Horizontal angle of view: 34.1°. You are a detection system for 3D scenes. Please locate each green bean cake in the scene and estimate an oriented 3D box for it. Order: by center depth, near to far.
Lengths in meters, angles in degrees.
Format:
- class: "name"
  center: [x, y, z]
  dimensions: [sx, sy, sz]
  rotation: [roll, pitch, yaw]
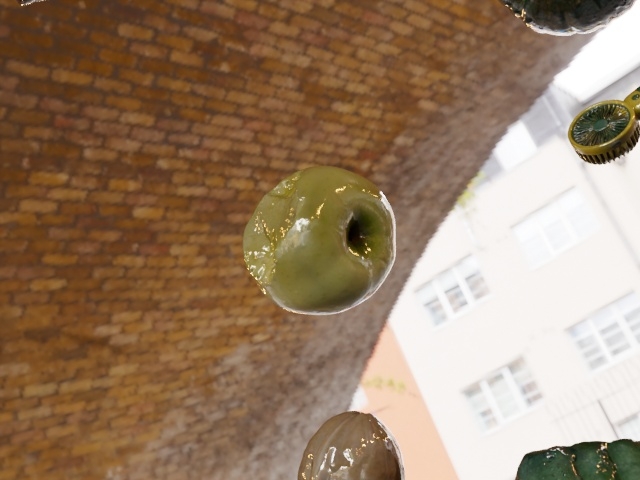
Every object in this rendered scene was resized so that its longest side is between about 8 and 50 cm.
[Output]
- class: "green bean cake"
  center: [0.411, 0.421, 1.419]
  dimensions: [0.300, 0.169, 0.308]
  rotation: [-4, -49, -6]

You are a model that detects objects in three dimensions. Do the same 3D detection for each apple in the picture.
- class: "apple"
  center: [0.000, 0.000, 1.844]
  dimensions: [0.279, 0.279, 0.279]
  rotation: [-18, -26, -9]

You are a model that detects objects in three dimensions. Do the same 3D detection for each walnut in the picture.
- class: "walnut"
  center: [0.039, 0.299, 1.320]
  dimensions: [0.140, 0.162, 0.140]
  rotation: [19, -16, 6]

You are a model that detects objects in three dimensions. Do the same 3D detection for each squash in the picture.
- class: "squash"
  center: [0.306, -0.359, 1.298]
  dimensions: [0.218, 0.218, 0.172]
  rotation: [-48, 2, 41]

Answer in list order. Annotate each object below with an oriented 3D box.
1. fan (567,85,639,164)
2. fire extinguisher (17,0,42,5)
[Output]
- class: "fan"
  center: [0.367, -0.148, 1.236]
  dimensions: [0.155, 0.082, 0.039]
  rotation: [-38, -55, 2]
- class: "fire extinguisher"
  center: [-0.329, -0.406, 1.517]
  dimensions: [0.252, 0.075, 0.106]
  rotation: [-22, 19, -24]
